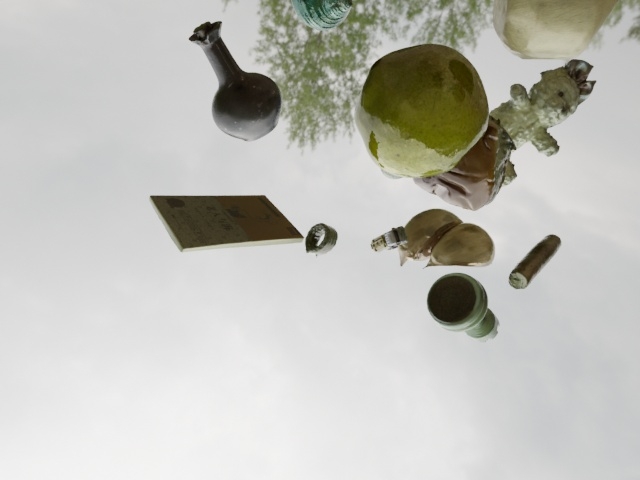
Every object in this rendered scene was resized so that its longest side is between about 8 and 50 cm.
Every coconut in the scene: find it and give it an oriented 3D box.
[{"bbox_3d":[0.461,-0.458,0.875,0.224,0.224,0.224,13,-135,-13],"label":"coconut"}]

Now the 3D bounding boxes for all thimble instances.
[{"bbox_3d":[0.000,0.000,1.400,0.062,0.110,0.084,19,-163,-50],"label":"thimble"}]

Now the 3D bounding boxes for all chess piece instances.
[{"bbox_3d":[0.504,0.248,1.510,0.299,0.194,0.195,37,-151,-43],"label":"chess piece"}]

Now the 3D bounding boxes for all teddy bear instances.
[{"bbox_3d":[0.762,-0.417,1.534,0.327,0.362,0.376,51,-139,-29],"label":"teddy bear"}]

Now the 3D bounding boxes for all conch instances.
[{"bbox_3d":[0.013,-0.660,1.176,0.202,0.196,0.134,47,-177,7],"label":"conch"}]

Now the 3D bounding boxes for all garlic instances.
[{"bbox_3d":[0.443,0.013,1.570,0.312,0.249,0.286,7,-136,-37],"label":"garlic"}]

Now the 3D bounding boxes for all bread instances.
[{"bbox_3d":[0.383,-0.235,1.203,0.224,0.250,0.279,-20,-141,-34],"label":"bread"}]

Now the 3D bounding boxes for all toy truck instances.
[{"bbox_3d":[0.194,0.000,1.272,0.062,0.123,0.052,-13,-99,-23],"label":"toy truck"}]

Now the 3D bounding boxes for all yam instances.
[{"bbox_3d":[0.679,0.060,1.400,0.071,0.067,0.317,15,-147,40],"label":"yam"}]

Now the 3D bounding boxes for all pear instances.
[{"bbox_3d":[0.224,-0.279,0.993,0.294,0.294,0.294,13,-135,-13],"label":"pear"}]

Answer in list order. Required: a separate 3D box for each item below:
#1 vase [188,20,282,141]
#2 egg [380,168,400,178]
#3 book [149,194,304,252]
[{"bbox_3d":[-0.138,-0.251,0.704,0.120,0.183,0.120,-18,-140,15],"label":"vase"},{"bbox_3d":[0.331,-0.333,1.877,0.172,0.132,0.132,-34,-115,-11],"label":"egg"},{"bbox_3d":[-0.269,-0.061,1.309,0.388,0.032,0.269,-6,-142,-40],"label":"book"}]
